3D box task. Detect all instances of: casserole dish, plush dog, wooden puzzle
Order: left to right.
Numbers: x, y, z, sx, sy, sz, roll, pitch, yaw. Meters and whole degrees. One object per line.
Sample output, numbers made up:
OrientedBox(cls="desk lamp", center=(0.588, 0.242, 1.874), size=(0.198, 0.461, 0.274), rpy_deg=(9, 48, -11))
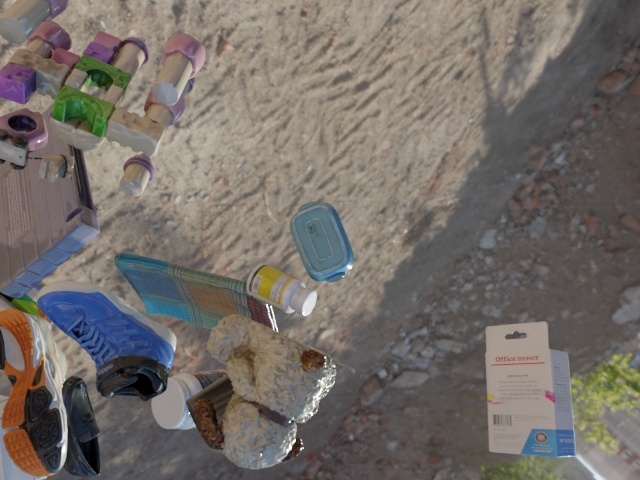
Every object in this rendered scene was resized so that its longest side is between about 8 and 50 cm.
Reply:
OrientedBox(cls="wooden puzzle", center=(-0.889, 0.164, 1.810), size=(0.044, 0.221, 0.238), rpy_deg=(-40, -161, 9))
OrientedBox(cls="plush dog", center=(-0.082, 0.276, 1.005), size=(0.262, 0.211, 0.225), rpy_deg=(30, 81, -26))
OrientedBox(cls="casserole dish", center=(0.000, 0.000, 1.298), size=(0.114, 0.188, 0.037), rpy_deg=(-22, 168, 5))

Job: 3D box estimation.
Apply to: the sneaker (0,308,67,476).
OrientedBox(cls="sneaker", center=(-0.440, 0.235, 0.948), size=(0.099, 0.262, 0.121), rpy_deg=(-16, 172, 4))

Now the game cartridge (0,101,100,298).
OrientedBox(cls="game cartridge", center=(-0.543, -0.086, 1.152), size=(0.230, 0.355, 0.068), rpy_deg=(-39, 143, 18))

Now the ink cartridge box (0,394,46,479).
OrientedBox(cls="ink cartridge box", center=(-0.658, 0.408, 1.213), size=(0.093, 0.213, 0.154), rpy_deg=(-8, 95, -55))

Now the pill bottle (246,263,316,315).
OrientedBox(cls="pill bottle", center=(-0.067, 0.090, 1.050), size=(0.065, 0.116, 0.065), rpy_deg=(-44, 146, -41))

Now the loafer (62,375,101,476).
OrientedBox(cls="loafer", center=(-0.489, 0.384, 1.224), size=(0.076, 0.078, 0.223), rpy_deg=(-38, 132, -67))

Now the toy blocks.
OrientedBox(cls="toy blocks", center=(-0.362, -0.273, 1.006), size=(0.309, 0.289, 0.260), rpy_deg=(124, -19, -44))

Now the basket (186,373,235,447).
OrientedBox(cls="basket", center=(-0.195, 0.386, 1.439), size=(0.227, 0.154, 0.204), rpy_deg=(-26, -178, -23))

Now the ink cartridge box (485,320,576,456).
OrientedBox(cls="ink cartridge box", center=(0.301, 0.214, 0.860), size=(0.062, 0.181, 0.104), rpy_deg=(17, 158, -41))

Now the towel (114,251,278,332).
OrientedBox(cls="towel", center=(-0.283, 0.144, 1.401), size=(0.271, 0.370, 0.040), rpy_deg=(83, 24, -55))

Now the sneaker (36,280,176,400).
OrientedBox(cls="sneaker", center=(-0.210, 0.104, 0.581), size=(0.058, 0.084, 0.152), rpy_deg=(-35, 126, 23))

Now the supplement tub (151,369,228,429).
OrientedBox(cls="supplement tub", center=(-0.432, 0.558, 2.091), size=(0.272, 0.191, 0.191), rpy_deg=(11, 120, -54))
